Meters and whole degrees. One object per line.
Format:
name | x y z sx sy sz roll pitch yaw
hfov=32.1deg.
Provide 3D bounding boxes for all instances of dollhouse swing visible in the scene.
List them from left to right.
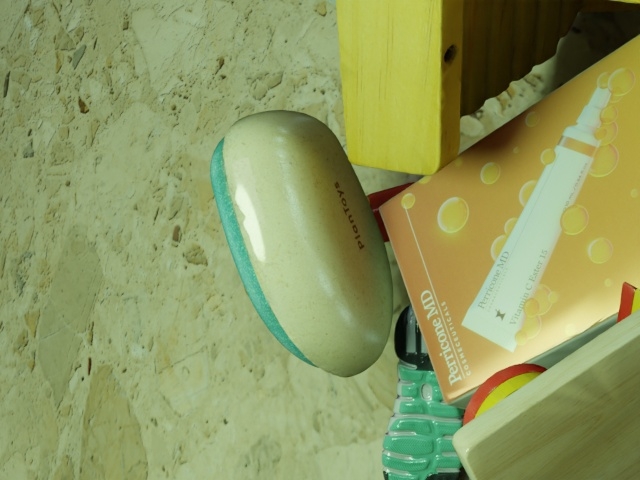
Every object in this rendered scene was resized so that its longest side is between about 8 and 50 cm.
dollhouse swing | 0.241 -0.191 0.911 0.347 0.315 0.305 -37 52 -28

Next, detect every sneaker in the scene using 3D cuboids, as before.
sneaker | 0.114 0.162 1.135 0.083 0.098 0.224 7 102 12

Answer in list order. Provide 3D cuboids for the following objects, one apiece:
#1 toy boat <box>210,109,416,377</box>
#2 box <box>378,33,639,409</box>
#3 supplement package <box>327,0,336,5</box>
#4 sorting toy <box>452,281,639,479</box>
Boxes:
toy boat | 0.000 0.000 1.124 0.148 0.318 0.267 -20 89 27
box | 0.256 -0.009 0.989 0.345 0.168 0.215 -34 57 28
supplement package | 0.022 -0.429 1.330 0.194 0.149 0.203 -37 56 26
sorting toy | 0.241 0.157 0.856 0.257 0.255 0.089 -32 29 -6
